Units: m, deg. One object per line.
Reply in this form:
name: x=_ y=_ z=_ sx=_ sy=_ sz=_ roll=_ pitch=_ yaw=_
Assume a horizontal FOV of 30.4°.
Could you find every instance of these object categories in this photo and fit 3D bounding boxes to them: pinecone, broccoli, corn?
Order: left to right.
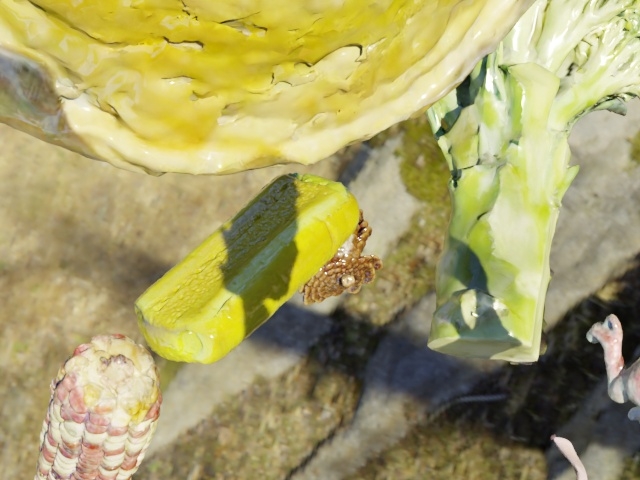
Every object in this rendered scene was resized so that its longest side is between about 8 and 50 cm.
corn: x=-0.171 y=0.157 z=0.850 sx=0.237 sy=0.080 sz=0.079 roll=119 pitch=145 yaw=-43
pinecone: x=0.002 y=-0.002 z=2.080 sx=0.169 sy=0.186 sz=0.212 roll=-24 pitch=66 yaw=30
broccoli: x=0.123 y=-0.082 z=0.934 sx=0.361 sy=0.252 sz=0.221 roll=-60 pitch=4 yaw=-29

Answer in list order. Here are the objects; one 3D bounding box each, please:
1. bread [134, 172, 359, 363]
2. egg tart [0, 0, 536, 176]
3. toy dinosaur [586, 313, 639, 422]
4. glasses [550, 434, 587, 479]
bread: x=-0.095 y=0.042 z=1.678 sx=0.166 sy=0.112 sz=0.383 roll=18 pitch=46 yaw=33
egg tart: x=-0.045 y=-0.236 z=0.589 sx=0.443 sy=0.443 sz=0.178 roll=-60 pitch=17 yaw=5
toy dinosaur: x=0.209 y=0.127 z=0.572 sx=0.242 sy=0.053 sz=0.167 roll=-120 pitch=31 yaw=-41
glasses: x=0.211 y=0.251 z=0.937 sx=0.162 sy=0.255 sz=0.095 roll=33 pitch=108 yaw=17
